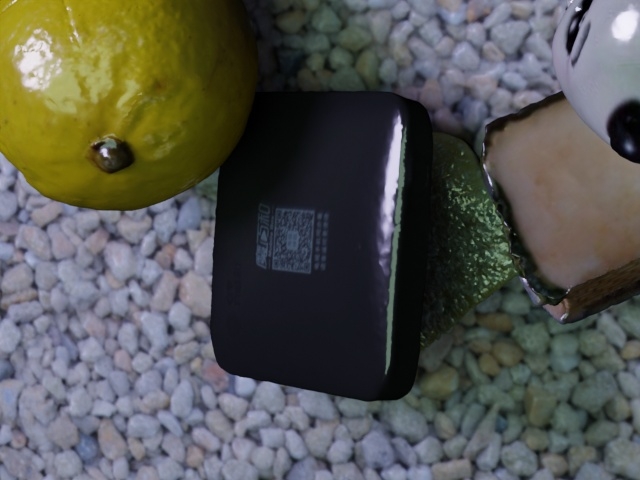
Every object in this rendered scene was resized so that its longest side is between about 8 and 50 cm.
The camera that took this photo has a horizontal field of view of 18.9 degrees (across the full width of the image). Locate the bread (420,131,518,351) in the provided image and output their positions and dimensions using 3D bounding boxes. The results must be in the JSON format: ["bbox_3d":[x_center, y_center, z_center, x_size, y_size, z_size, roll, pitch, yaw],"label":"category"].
[{"bbox_3d":[0.082,0.003,1.932,0.207,0.056,0.286,47,116,5],"label":"bread"}]

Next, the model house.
[{"bbox_3d":[0.240,-0.025,1.784,0.166,0.172,0.183,-24,71,-1],"label":"model house"}]

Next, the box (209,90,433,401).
[{"bbox_3d":[0.000,0.000,1.878,0.289,0.073,0.290,5,92,52],"label":"box"}]

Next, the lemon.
[{"bbox_3d":[-0.200,-0.173,1.882,0.297,0.297,0.297,7,107,24],"label":"lemon"}]

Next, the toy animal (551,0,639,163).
[{"bbox_3d":[0.333,-0.171,1.619,0.251,0.310,0.250,7,107,25],"label":"toy animal"}]
